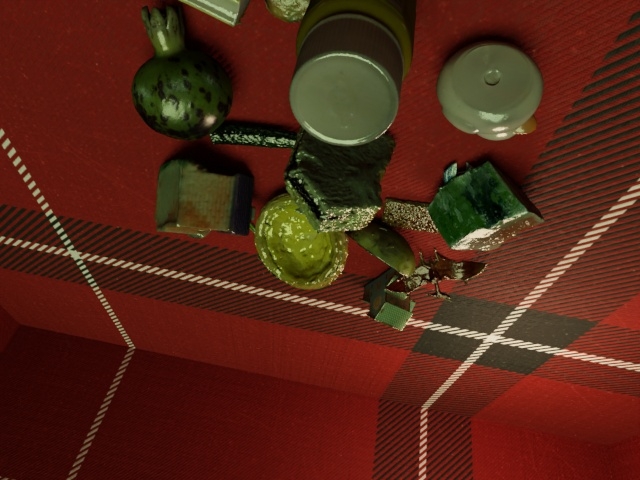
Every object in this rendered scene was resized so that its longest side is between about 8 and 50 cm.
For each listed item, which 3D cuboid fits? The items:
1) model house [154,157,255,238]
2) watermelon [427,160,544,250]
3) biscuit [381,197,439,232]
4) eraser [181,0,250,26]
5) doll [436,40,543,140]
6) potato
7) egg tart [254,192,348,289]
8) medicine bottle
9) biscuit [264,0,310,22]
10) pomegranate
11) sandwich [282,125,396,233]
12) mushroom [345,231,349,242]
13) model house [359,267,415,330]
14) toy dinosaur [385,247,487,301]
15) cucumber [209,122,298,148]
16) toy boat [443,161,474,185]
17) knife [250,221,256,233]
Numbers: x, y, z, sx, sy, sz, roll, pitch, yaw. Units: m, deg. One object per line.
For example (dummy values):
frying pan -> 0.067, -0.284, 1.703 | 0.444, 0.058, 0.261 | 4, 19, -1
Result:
model house -> -0.370, -0.126, 1.437 | 0.280, 0.244, 0.312 | 4, 180, -34
watermelon -> 0.498, -0.067, 1.270 | 0.302, 0.151, 0.264 | 21, 143, -24
biscuit -> 0.322, -0.078, 1.438 | 0.231, 0.025, 0.131 | 8, 143, 7
eraser -> -0.248, -0.546, 0.889 | 0.226, 0.157, 0.069 | 22, 140, -12
doll -> 0.388, -0.327, 0.998 | 0.251, 0.221, 0.221 | 32, 144, 11
potato -> 0.227, 0.012, 1.494 | 0.272, 0.160, 0.111 | 35, 96, -6
egg tart -> -0.057, 0.000, 1.479 | 0.346, 0.132, 0.344 | 5, 105, 18
medicine bottle -> 0.068, -0.374, 0.835 | 0.225, 0.384, 0.224 | 7, 143, 5
biscuit -> -0.073, -0.580, 0.904 | 0.119, 0.028, 0.247 | 0, 141, 5
pomegranate -> -0.332, -0.404, 1.076 | 0.243, 0.242, 0.305 | 16, 113, -4
sandwich -> 0.044, -0.177, 1.143 | 0.263, 0.325, 0.131 | 23, 152, -15
mushroom -> 0.000, -0.001, 1.580 | 0.213, 0.088, 0.096 | -16, 103, 24
model house -> 0.284, 0.248, 1.718 | 0.178, 0.206, 0.271 | 28, 139, -19
toy dinosaur -> 0.405, 0.133, 1.571 | 0.328, 0.113, 0.206 | 11, 104, 2
cucumber -> -0.177, -0.302, 1.260 | 0.294, 0.067, 0.067 | 5, 142, 7
toy boat -> 0.430, -0.186, 1.276 | 0.150, 0.034, 0.105 | 2, 140, -7
knife -> -0.250, -0.038, 1.654 | 0.022, 0.026, 0.184 | -39, 127, -1
